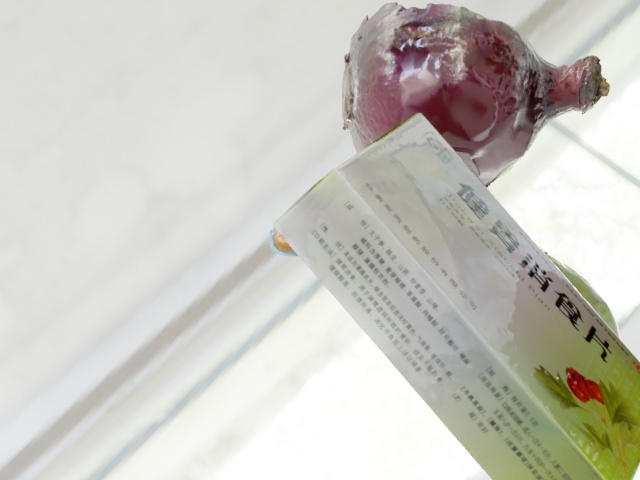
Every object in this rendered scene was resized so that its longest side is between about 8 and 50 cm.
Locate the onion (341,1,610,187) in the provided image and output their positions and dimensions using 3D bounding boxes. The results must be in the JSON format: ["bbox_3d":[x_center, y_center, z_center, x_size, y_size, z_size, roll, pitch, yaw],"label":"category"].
[{"bbox_3d":[0.126,-0.108,1.236,0.195,0.218,0.140,101,171,-72],"label":"onion"}]

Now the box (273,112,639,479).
[{"bbox_3d":[0.103,0.048,0.964,0.062,0.260,0.175,-43,-2,26],"label":"box"}]

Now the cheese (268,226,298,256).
[{"bbox_3d":[0.000,0.001,1.364,0.047,0.111,0.017,-61,-35,-29],"label":"cheese"}]

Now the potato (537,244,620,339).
[{"bbox_3d":[0.218,0.075,1.708,0.148,0.253,0.186,-57,-18,8],"label":"potato"}]
